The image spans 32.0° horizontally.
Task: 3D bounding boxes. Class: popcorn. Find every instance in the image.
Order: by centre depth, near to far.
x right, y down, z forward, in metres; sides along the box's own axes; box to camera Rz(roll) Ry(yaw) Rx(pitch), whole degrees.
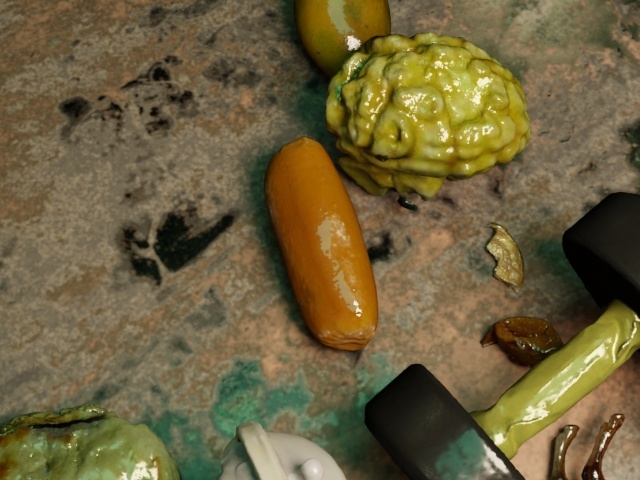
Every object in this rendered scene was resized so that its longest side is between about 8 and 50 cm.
[{"bbox_3d":[0.111,-0.126,1.176,0.218,0.189,0.169,12,73,-3],"label":"popcorn"}]

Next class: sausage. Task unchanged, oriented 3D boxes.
[{"bbox_3d":[0.000,0.000,1.155,0.098,0.098,0.238,-13,69,-8],"label":"sausage"}]

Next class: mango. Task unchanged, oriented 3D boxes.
[{"bbox_3d":[0.025,-0.249,1.275,0.111,0.089,0.163,-1,74,-3],"label":"mango"}]

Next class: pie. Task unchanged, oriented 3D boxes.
[{"bbox_3d":[-0.251,0.247,1.041,0.248,0.090,0.201,-16,67,-9],"label":"pie"}]

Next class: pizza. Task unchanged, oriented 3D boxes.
[{"bbox_3d":[0.198,0.018,1.200,0.037,0.016,0.083,-14,71,-9],"label":"pizza"}]

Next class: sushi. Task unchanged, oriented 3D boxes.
[{"bbox_3d":[0.218,0.108,1.145,0.099,0.047,0.050,27,55,28],"label":"sushi"}]

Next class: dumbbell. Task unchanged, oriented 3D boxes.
[{"bbox_3d":[0.219,0.129,1.013,0.322,0.204,0.203,-40,72,-2],"label":"dumbbell"}]

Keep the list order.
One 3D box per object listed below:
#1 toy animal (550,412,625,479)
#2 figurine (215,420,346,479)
[{"bbox_3d":[0.353,0.288,1.062,0.244,0.087,0.260,-12,67,7],"label":"toy animal"},{"bbox_3d":[-0.047,0.244,0.977,0.141,0.236,0.162,-17,70,-17],"label":"figurine"}]
